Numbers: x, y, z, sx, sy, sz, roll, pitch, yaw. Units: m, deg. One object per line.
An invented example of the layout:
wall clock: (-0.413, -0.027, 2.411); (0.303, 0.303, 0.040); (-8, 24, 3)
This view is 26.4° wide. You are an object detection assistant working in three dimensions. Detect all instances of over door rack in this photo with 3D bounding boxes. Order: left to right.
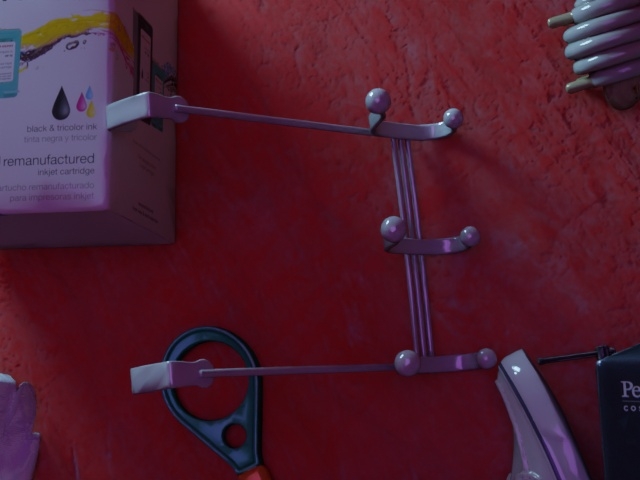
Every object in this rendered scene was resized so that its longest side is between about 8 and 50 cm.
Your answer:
over door rack: (0.000, 0.000, 1.121); (0.324, 0.108, 0.239); (0, 78, -30)

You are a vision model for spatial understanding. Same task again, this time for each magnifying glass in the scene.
magnifying glass: (-0.073, 0.185, 1.228); (0.092, 0.026, 0.231); (-27, 79, 6)

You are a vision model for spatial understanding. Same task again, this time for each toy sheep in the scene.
toy sheep: (0.251, -0.178, 1.189); (0.091, 0.091, 0.132); (-17, 97, 8)

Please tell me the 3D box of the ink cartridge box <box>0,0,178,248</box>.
ink cartridge box: (-0.247, -0.140, 1.220); (0.198, 0.197, 0.270); (-2, 81, 10)

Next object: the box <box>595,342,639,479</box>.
box: (0.396, 0.224, 0.982); (0.343, 0.179, 0.312); (-5, 90, 29)

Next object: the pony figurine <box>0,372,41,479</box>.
pony figurine: (-0.417, 0.279, 1.176); (0.363, 0.303, 0.351); (-3, 80, 32)

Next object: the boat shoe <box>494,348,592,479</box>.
boat shoe: (0.190, 0.227, 1.140); (0.088, 0.096, 0.267); (-22, 84, 7)

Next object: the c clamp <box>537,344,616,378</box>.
c clamp: (0.274, 0.162, 1.169); (0.137, 0.022, 0.160); (-15, 78, 3)
